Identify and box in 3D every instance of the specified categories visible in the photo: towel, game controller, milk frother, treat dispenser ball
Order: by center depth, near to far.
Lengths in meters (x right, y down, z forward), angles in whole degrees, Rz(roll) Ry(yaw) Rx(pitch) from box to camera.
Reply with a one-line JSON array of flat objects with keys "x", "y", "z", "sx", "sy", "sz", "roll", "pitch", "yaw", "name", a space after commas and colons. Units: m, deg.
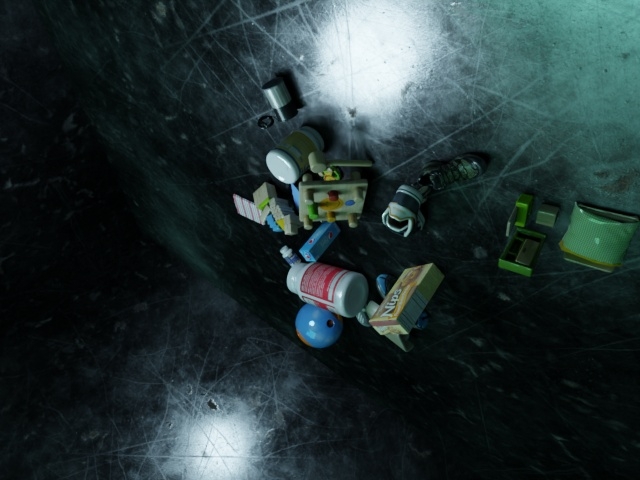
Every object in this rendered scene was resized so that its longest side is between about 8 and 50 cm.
[{"x": -0.178, "y": -0.491, "z": 1.531, "sx": 0.129, "sy": 0.143, "sz": 0.134, "roll": 19, "pitch": 148, "yaw": 45, "name": "milk frother"}, {"x": -0.089, "y": -0.181, "z": 1.895, "sx": 0.319, "sy": 0.067, "sz": 0.166, "roll": 81, "pitch": 166, "yaw": -50, "name": "game controller"}, {"x": -0.392, "y": -0.174, "z": 2.341, "sx": 0.197, "sy": 0.029, "sz": 0.144, "roll": 25, "pitch": 147, "yaw": 21, "name": "towel"}, {"x": -0.007, "y": 0.503, "z": 2.555, "sx": 0.288, "sy": 0.288, "sz": 0.288, "roll": 29, "pitch": 149, "yaw": 20, "name": "treat dispenser ball"}]

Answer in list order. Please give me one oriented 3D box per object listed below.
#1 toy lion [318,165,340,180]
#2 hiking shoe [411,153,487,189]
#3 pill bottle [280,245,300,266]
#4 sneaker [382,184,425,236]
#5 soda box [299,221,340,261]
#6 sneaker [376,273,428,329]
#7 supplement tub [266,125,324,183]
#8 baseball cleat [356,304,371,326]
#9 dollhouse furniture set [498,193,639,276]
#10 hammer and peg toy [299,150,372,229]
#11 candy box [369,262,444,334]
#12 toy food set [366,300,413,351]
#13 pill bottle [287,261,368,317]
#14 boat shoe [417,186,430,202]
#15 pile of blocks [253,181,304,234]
[{"x": 0.046, "y": -0.258, "z": 1.712, "sx": 0.096, "sy": 0.034, "sz": 0.100, "roll": 45, "pitch": 151, "yaw": -22, "name": "toy lion"}, {"x": 0.395, "y": -0.196, "z": 1.300, "sx": 0.227, "sy": 0.114, "sz": 0.086, "roll": -3, "pitch": 130, "yaw": 51, "name": "hiking shoe"}, {"x": -0.173, "y": 0.089, "z": 2.402, "sx": 0.120, "sy": 0.067, "sz": 0.067, "roll": 50, "pitch": 150, "yaw": -17, "name": "pill bottle"}, {"x": 0.288, "y": -0.075, "z": 1.494, "sx": 0.126, "sy": 0.127, "sz": 0.321, "roll": 28, "pitch": 170, "yaw": 22, "name": "sneaker"}, {"x": 0.000, "y": 0.000, "z": 1.930, "sx": 0.071, "sy": 0.210, "sz": 0.067, "roll": -1, "pitch": 131, "yaw": 49, "name": "soda box"}, {"x": 0.359, "y": 0.301, "z": 2.016, "sx": 0.340, "sy": 0.125, "sz": 0.140, "roll": 50, "pitch": 151, "yaw": -15, "name": "sneaker"}, {"x": -0.092, "y": -0.326, "z": 1.599, "sx": 0.144, "sy": 0.199, "sz": 0.144, "roll": 30, "pitch": 150, "yaw": 20, "name": "supplement tub"}, {"x": 0.237, "y": 0.404, "z": 2.356, "sx": 0.206, "sy": 0.072, "sz": 0.109, "roll": 45, "pitch": 144, "yaw": -16, "name": "baseball cleat"}, {"x": 0.691, "y": 0.010, "z": 1.200, "sx": 0.302, "sy": 0.151, "sz": 0.197, "roll": 20, "pitch": 145, "yaw": 32, "name": "dollhouse furniture set"}, {"x": 0.052, "y": -0.175, "z": 1.594, "sx": 0.266, "sy": 0.127, "sz": 0.361, "roll": -2, "pitch": 152, "yaw": -5, "name": "hammer and peg toy"}, {"x": 0.354, "y": 0.240, "z": 1.739, "sx": 0.087, "sy": 0.316, "sz": 0.183, "roll": 46, "pitch": 151, "yaw": -11, "name": "candy box"}, {"x": 0.367, "y": 0.438, "z": 2.185, "sx": 0.220, "sy": 0.092, "sz": 0.306, "roll": 35, "pitch": 164, "yaw": 37, "name": "toy food set"}, {"x": 0.027, "y": 0.240, "z": 2.211, "sx": 0.408, "sy": 0.229, "sz": 0.228, "roll": 13, "pitch": 141, "yaw": 40, "name": "pill bottle"}, {"x": 0.350, "y": -0.150, "z": 1.485, "sx": 0.043, "sy": 0.049, "sz": 0.137, "roll": 38, "pitch": 153, "yaw": -2, "name": "boat shoe"}, {"x": -0.189, "y": -0.124, "z": 1.975, "sx": 0.148, "sy": 0.113, "sz": 0.362, "roll": -57, "pitch": 48, "yaw": 23, "name": "pile of blocks"}]
